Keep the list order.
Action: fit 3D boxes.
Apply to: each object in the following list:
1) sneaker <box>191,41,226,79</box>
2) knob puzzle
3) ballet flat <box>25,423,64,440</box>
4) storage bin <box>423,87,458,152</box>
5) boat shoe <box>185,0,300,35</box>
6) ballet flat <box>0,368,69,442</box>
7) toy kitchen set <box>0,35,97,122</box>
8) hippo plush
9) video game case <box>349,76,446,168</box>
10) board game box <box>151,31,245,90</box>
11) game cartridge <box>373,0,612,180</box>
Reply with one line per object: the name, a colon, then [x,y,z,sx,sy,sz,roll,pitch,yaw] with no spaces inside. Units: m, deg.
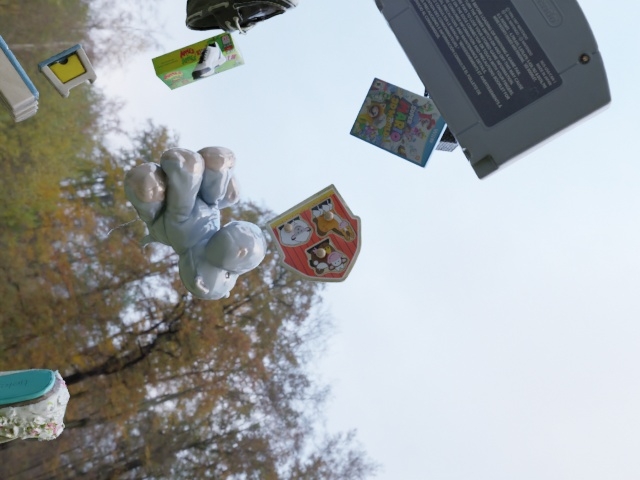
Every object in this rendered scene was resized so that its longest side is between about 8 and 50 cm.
sneaker: [-0.217,-0.337,1.085,0.040,0.109,0.044,-5,-53,21]
knob puzzle: [0.000,0.000,1.188,0.030,0.213,0.213,67,-2,-74]
ballet flat: [-0.541,0.354,1.136,0.074,0.074,0.203,56,-41,26]
storage bin: [0.288,-0.308,1.352,0.122,0.084,0.180,98,-2,-86]
boat shoe: [-0.117,-0.334,0.841,0.219,0.077,0.070,15,-88,40]
ballet flat: [-0.385,0.181,0.598,0.091,0.240,0.077,-96,-172,-61]
toy kitchen set: [-0.453,-0.291,0.926,0.122,0.166,0.207,60,-21,-18]
hippo plush: [-0.237,-0.012,1.060,0.294,0.234,0.237,-35,-111,6]
video game case: [0.149,-0.222,1.083,0.166,0.015,0.119,29,-80,21]
board game box: [-0.267,-0.395,1.272,0.092,0.181,0.043,39,33,-82]
game cartridge: [0.209,-0.245,0.704,0.196,0.060,0.294,-31,-102,18]
